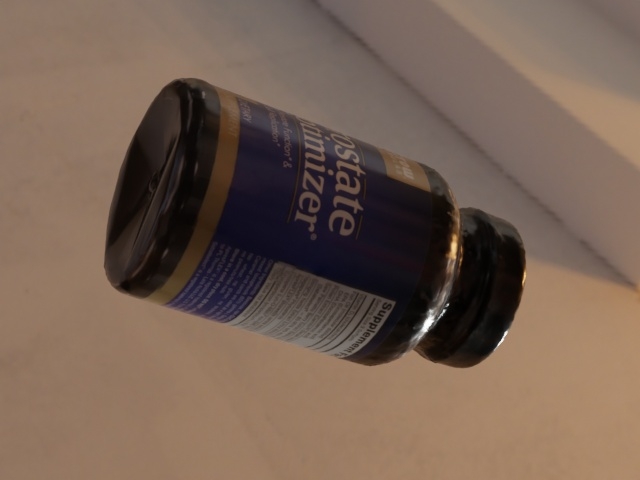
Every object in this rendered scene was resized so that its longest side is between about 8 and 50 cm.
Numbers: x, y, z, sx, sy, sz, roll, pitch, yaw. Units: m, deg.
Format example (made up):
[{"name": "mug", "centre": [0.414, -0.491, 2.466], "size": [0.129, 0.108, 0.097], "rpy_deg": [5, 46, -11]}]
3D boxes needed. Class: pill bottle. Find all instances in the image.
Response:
[{"name": "pill bottle", "centre": [0.000, 0.000, 0.722], "size": [0.219, 0.123, 0.123], "rpy_deg": [18, -145, -23]}]
